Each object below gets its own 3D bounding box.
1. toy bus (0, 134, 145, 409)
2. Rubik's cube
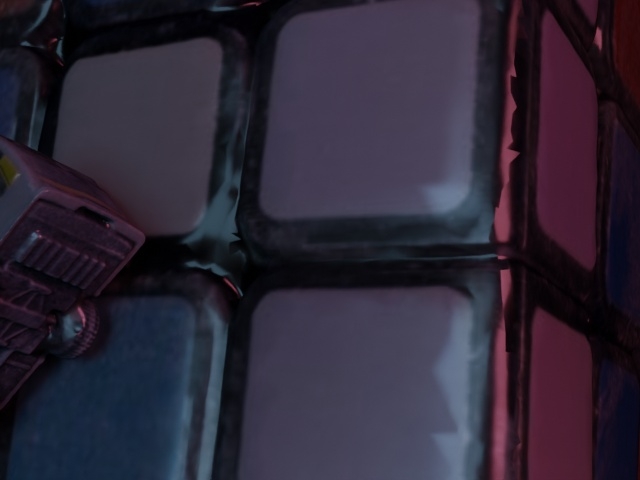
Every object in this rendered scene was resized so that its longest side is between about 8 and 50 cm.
[{"bbox_3d":[-0.154,0.045,0.408,0.190,0.064,0.075,-49,47,9],"label":"toy bus"},{"bbox_3d":[0.000,0.000,0.567,0.363,0.359,0.362,1,75,31],"label":"Rubik's cube"}]
